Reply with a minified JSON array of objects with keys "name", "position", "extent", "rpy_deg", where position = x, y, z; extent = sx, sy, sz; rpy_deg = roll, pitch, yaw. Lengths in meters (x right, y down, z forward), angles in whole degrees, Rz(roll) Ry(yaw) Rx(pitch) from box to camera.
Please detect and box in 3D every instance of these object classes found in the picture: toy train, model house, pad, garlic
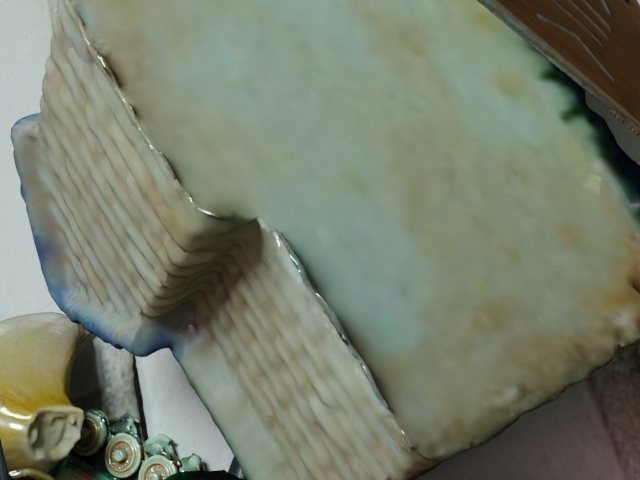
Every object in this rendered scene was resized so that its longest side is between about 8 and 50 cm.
[{"name":"toy train","position":[-0.199,0.253,1.044],"extent":[0.194,0.080,0.125],"rpy_deg":[23,90,29]},{"name":"model house","position":[0.000,0.000,0.902],"extent":[0.395,0.400,0.445],"rpy_deg":[-27,77,-35]},{"name":"pad","position":[0.212,-0.226,0.909],"extent":[0.018,0.286,0.284],"rpy_deg":[-39,30,34]},{"name":"garlic","position":[-0.302,0.154,1.057],"extent":[0.164,0.146,0.245],"rpy_deg":[-14,25,5]}]

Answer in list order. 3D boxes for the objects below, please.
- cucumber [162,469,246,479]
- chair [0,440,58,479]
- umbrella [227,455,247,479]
[{"name":"cucumber","position":[-0.092,0.298,0.904],"extent":[0.130,0.191,0.191],"rpy_deg":[25,81,52]},{"name":"chair","position":[-0.287,0.259,0.878],"extent":[0.172,0.159,0.247],"rpy_deg":[-12,39,1]},{"name":"umbrella","position":[-0.077,0.232,1.025],"extent":[0.036,0.031,0.133],"rpy_deg":[4,70,52]}]
